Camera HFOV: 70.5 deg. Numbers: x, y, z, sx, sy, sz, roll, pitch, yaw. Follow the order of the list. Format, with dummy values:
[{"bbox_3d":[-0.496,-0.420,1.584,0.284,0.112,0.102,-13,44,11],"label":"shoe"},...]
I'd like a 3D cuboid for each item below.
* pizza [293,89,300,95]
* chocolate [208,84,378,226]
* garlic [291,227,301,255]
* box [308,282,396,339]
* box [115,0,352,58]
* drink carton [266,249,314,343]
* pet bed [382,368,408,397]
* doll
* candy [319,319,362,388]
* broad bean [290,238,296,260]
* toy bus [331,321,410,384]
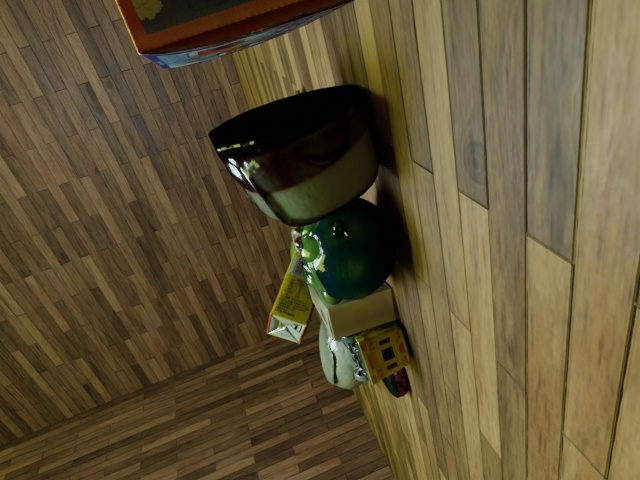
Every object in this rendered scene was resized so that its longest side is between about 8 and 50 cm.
[{"bbox_3d":[-0.053,-0.367,1.225,0.108,0.027,0.122,-115,6,-47],"label":"pizza"},{"bbox_3d":[-0.032,-0.137,0.786,0.283,0.284,0.186,-125,17,-62],"label":"chocolate"},{"bbox_3d":[0.006,0.007,1.234,0.143,0.112,0.318,53,-169,7],"label":"garlic"},{"bbox_3d":[0.073,0.138,1.148,0.212,0.168,0.094,-128,21,-66],"label":"box"},{"bbox_3d":[-0.165,-0.437,0.712,0.348,0.319,0.256,-132,23,-67],"label":"box"},{"bbox_3d":[-0.049,0.117,1.369,0.154,0.111,0.351,107,-178,-55],"label":"drink carton"},{"bbox_3d":[0.197,0.365,1.327,0.201,0.054,0.201,159,90,-83],"label":"pet bed"},{"bbox_3d":[0.059,0.024,0.911,0.322,0.186,0.198,51,-144,-71],"label":"doll"},{"bbox_3d":[0.094,0.383,1.615,0.295,0.186,0.295,176,90,-82],"label":"candy"},{"bbox_3d":[-0.025,0.077,1.616,0.238,0.119,0.291,59,-154,-26],"label":"broad bean"},{"bbox_3d":[0.108,0.233,1.220,0.330,0.152,0.144,-134,23,-69],"label":"toy bus"}]
